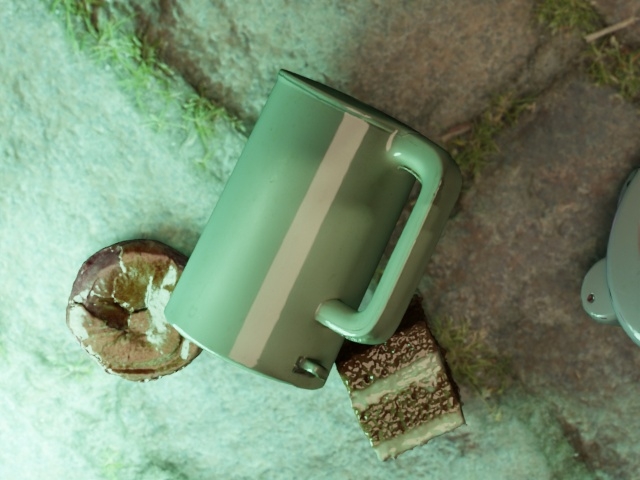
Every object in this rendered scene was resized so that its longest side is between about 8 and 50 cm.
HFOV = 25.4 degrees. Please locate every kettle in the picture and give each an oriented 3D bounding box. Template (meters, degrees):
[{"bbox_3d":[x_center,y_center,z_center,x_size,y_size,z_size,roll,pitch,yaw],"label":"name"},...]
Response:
[{"bbox_3d":[-0.014,-0.007,1.590,0.205,0.265,0.318,24,97,-16],"label":"kettle"}]

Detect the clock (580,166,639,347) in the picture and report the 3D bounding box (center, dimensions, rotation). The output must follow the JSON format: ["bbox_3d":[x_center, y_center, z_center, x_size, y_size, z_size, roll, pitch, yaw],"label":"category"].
[{"bbox_3d":[0.457,-0.001,1.578,0.113,0.295,0.322,15,108,-49],"label":"clock"}]

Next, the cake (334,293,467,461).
[{"bbox_3d":[0.098,0.166,1.702,0.135,0.135,0.147,-29,100,7],"label":"cake"}]

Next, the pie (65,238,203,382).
[{"bbox_3d":[-0.219,0.085,1.735,0.183,0.049,0.182,-1,102,-2],"label":"pie"}]
